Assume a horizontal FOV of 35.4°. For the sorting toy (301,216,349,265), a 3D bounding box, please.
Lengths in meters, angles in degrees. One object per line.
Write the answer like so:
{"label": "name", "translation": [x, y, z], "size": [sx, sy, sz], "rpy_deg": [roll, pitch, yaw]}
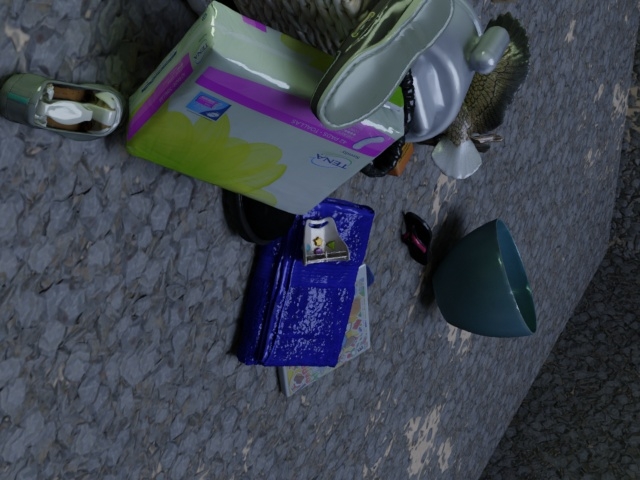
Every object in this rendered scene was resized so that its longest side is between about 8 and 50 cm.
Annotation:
{"label": "sorting toy", "translation": [0.000, 0.000, 1.654], "size": [0.083, 0.045, 0.075], "rpy_deg": [-6, 94, -27]}

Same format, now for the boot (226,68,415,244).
{"label": "boot", "translation": [-0.003, -0.124, 1.495], "size": [0.131, 0.260, 0.347], "rpy_deg": [-36, 137, -50]}

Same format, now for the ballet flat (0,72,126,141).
{"label": "ballet flat", "translation": [-0.279, -0.148, 1.164], "size": [0.213, 0.068, 0.072], "rpy_deg": [-2, 109, -63]}

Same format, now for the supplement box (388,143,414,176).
{"label": "supplement box", "translation": [0.112, -0.225, 1.862], "size": [0.078, 0.080, 0.233], "rpy_deg": [-60, 149, -27]}

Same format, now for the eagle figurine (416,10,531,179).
{"label": "eagle figurine", "translation": [0.276, -0.298, 2.022], "size": [0.226, 0.225, 0.298], "rpy_deg": [-38, 151, -33]}

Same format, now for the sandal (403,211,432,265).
{"label": "sandal", "translation": [0.213, 0.005, 2.228], "size": [0.040, 0.067, 0.179], "rpy_deg": [-44, 147, -24]}

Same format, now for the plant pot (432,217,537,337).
{"label": "plant pot", "translation": [0.387, 0.113, 2.438], "size": [0.290, 0.195, 0.290], "rpy_deg": [53, 27, -42]}

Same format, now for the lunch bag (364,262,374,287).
{"label": "lunch bag", "translation": [0.045, 0.074, 1.928], "size": [0.098, 0.065, 0.067], "rpy_deg": [-40, 139, -12]}

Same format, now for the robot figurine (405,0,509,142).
{"label": "robot figurine", "translation": [0.152, -0.294, 1.633], "size": [0.353, 0.300, 0.199], "rpy_deg": [-62, 144, -50]}

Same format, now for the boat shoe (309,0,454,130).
{"label": "boat shoe", "translation": [0.064, -0.221, 1.189], "size": [0.228, 0.069, 0.081], "rpy_deg": [-46, 136, -14]}

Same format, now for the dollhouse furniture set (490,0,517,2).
{"label": "dollhouse furniture set", "translation": [0.359, -0.527, 2.068], "size": [0.151, 0.144, 0.123], "rpy_deg": [-99, -172, -57]}

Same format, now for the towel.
{"label": "towel", "translation": [-0.016, 0.076, 1.736], "size": [0.228, 0.076, 0.308], "rpy_deg": [6, 101, -40]}

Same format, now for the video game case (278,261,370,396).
{"label": "video game case", "translation": [0.005, 0.166, 1.888], "size": [0.206, 0.026, 0.227], "rpy_deg": [-28, 135, -25]}

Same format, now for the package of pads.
{"label": "package of pads", "translation": [-0.073, -0.151, 1.273], "size": [0.297, 0.229, 0.101], "rpy_deg": [19, 51, -32]}

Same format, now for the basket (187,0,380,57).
{"label": "basket", "translation": [0.001, -0.420, 1.309], "size": [0.331, 0.266, 0.328], "rpy_deg": [-64, 152, -18]}
